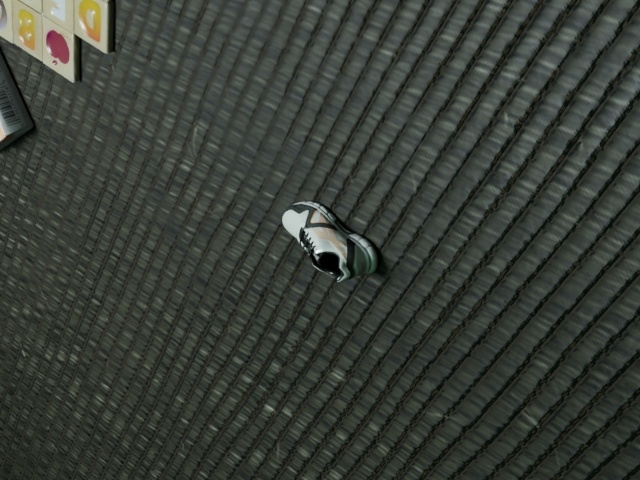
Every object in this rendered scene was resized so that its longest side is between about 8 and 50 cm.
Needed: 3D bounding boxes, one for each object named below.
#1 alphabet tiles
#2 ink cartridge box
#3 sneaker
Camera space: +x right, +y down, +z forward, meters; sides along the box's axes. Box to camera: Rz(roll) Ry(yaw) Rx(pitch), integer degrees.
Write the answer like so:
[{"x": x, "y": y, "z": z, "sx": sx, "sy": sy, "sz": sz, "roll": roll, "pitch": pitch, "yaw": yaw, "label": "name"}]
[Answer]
[{"x": -0.303, "y": -0.347, "z": 1.316, "sx": 0.285, "sy": 0.011, "sz": 0.343, "roll": 33, "pitch": 132, "yaw": 33, "label": "alphabet tiles"}, {"x": -0.421, "y": -0.170, "z": 1.522, "sx": 0.179, "sy": 0.045, "sz": 0.145, "roll": -21, "pitch": 93, "yaw": 49, "label": "ink cartridge box"}, {"x": 0.000, "y": 0.000, "z": 1.139, "sx": 0.109, "sy": 0.043, "sz": 0.040, "roll": 32, "pitch": 134, "yaw": 36, "label": "sneaker"}]
